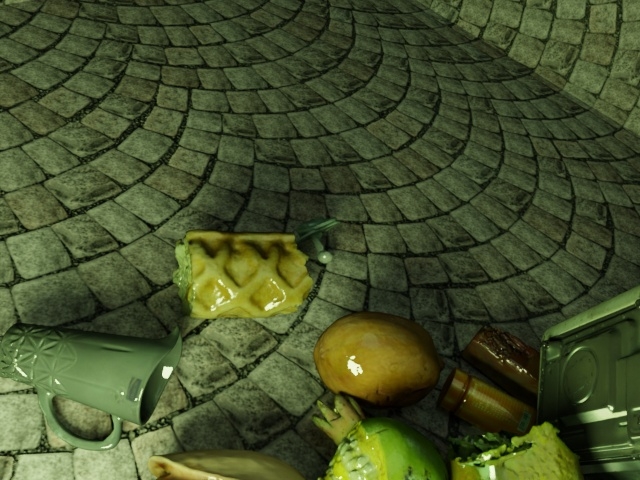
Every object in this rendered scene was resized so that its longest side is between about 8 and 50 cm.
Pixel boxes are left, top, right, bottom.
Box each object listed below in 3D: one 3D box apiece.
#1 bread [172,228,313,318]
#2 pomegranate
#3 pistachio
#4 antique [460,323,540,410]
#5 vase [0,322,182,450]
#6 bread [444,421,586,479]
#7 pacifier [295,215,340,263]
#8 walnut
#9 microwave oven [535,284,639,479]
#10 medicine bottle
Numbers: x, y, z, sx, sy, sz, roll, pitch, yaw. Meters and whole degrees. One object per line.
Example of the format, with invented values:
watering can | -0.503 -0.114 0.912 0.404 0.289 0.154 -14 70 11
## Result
bread | -0.179 0.073 1.362 0.251 0.238 0.196 -1 84 -27
pomegranate | 0.089 0.401 1.122 0.235 0.236 0.302 -3 28 -23
pistachio | -0.149 0.430 1.023 0.299 0.188 0.188 12 44 -3
antique | 0.475 0.312 1.437 0.310 0.093 0.087 37 46 18
vase | -0.430 0.244 1.152 0.300 0.156 0.251 13 69 1
bread | 0.353 0.504 1.051 0.251 0.208 0.377 -11 68 7
pacifier | 0.000 0.000 1.576 0.150 0.126 0.117 -20 80 -43
walnut | 0.131 0.251 1.300 0.297 0.203 0.203 11 44 -18
microwave oven | 0.590 0.274 1.162 0.247 0.394 0.333 19 63 -7
medicine bottle | 0.355 0.357 1.345 0.191 0.096 0.096 27 44 7
